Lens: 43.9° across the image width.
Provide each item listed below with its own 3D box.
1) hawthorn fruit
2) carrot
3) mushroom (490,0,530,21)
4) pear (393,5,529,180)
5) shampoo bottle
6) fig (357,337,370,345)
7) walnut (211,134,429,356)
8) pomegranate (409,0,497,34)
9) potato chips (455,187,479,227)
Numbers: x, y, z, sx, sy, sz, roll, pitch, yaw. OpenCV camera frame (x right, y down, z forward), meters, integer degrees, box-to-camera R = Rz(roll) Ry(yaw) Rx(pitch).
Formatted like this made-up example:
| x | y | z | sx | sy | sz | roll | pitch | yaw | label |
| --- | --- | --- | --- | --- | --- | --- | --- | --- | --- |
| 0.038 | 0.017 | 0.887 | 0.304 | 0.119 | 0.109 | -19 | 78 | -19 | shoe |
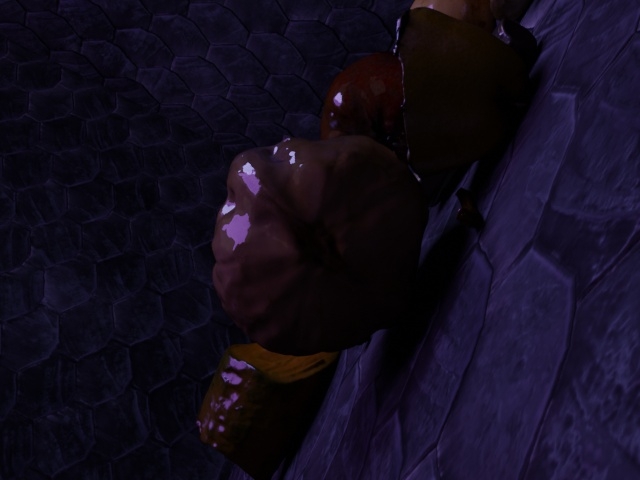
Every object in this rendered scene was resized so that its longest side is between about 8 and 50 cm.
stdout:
| x | y | z | sx | sy | sz | roll | pitch | yaw | label |
| --- | --- | --- | --- | --- | --- | --- | --- | --- | --- |
| 0.140 | -0.253 | 1.661 | 0.308 | 0.308 | 0.325 | -62 | 24 | 24 | hawthorn fruit |
| -0.126 | 0.341 | 1.795 | 0.341 | 0.241 | 0.241 | -64 | 3 | 3 | carrot |
| 0.402 | -0.560 | 1.686 | 0.351 | 0.094 | 0.123 | -68 | 0 | -58 | mushroom |
| 0.226 | -0.226 | 1.203 | 0.267 | 0.177 | 0.267 | -1 | -90 | -70 | pear |
| 0.252 | -0.214 | 1.373 | 0.126 | 0.084 | 0.350 | -71 | 8 | -52 | shampoo bottle |
| 0.068 | 0.047 | 1.553 | 0.217 | 0.216 | 0.321 | 122 | 156 | -63 | fig |
| -0.006 | 0.006 | 1.239 | 0.384 | 0.383 | 0.383 | -63 | 3 | 5 | walnut |
| 0.291 | -0.463 | 1.730 | 0.215 | 0.215 | 0.215 | -63 | 3 | 5 | pomegranate |
| 0.212 | -0.048 | 1.153 | 0.026 | 0.037 | 0.204 | -52 | 1 | 17 | potato chips |
